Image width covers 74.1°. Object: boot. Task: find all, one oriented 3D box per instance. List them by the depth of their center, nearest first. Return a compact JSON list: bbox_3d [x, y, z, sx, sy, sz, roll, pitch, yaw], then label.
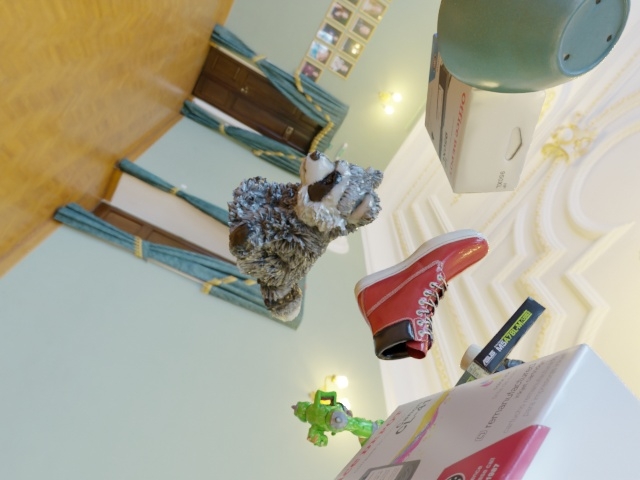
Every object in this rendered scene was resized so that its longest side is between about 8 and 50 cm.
[{"bbox_3d":[0.183,0.093,0.679,0.244,0.088,0.176,-31,-145,10],"label":"boot"}]

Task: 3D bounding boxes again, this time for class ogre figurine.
[{"bbox_3d":[0.025,0.338,0.800,0.197,0.118,0.096,17,-102,58],"label":"ogre figurine"}]

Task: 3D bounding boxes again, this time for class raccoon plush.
[{"bbox_3d":[0.000,0.000,0.923,0.446,0.300,0.216,70,18,-54],"label":"raccoon plush"}]

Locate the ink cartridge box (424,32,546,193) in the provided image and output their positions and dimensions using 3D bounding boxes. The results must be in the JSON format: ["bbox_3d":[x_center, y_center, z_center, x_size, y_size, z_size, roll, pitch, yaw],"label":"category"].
[{"bbox_3d":[0.401,-0.349,1.116,0.394,0.167,0.285,-91,177,-49],"label":"ink cartridge box"}]

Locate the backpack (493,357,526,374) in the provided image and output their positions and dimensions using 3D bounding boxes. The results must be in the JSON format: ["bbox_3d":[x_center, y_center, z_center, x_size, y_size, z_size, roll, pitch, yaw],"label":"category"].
[{"bbox_3d":[0.445,0.370,1.002,0.115,0.152,0.181,-33,128,-56],"label":"backpack"}]

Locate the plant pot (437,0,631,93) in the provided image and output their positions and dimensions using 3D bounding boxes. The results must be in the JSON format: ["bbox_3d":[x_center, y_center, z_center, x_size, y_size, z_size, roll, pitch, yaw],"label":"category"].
[{"bbox_3d":[0.374,-0.369,0.705,0.290,0.290,0.195,-57,-140,24],"label":"plant pot"}]

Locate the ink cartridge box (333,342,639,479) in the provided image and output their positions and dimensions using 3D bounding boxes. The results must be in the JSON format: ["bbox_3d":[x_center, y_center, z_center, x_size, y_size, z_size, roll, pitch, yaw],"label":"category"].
[{"bbox_3d":[0.128,0.245,0.394,0.226,0.131,0.306,-32,169,-36],"label":"ink cartridge box"}]

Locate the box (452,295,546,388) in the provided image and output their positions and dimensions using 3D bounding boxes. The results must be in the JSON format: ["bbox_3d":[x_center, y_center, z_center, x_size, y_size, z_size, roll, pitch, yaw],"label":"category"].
[{"bbox_3d":[0.352,0.222,0.849,0.184,0.045,0.190,-41,152,-22],"label":"box"}]

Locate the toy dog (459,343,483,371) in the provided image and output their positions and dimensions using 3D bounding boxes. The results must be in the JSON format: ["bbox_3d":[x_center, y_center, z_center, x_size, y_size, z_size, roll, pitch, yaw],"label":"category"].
[{"bbox_3d":[0.440,0.460,1.180,0.161,0.333,0.220,-28,-157,-31],"label":"toy dog"}]
